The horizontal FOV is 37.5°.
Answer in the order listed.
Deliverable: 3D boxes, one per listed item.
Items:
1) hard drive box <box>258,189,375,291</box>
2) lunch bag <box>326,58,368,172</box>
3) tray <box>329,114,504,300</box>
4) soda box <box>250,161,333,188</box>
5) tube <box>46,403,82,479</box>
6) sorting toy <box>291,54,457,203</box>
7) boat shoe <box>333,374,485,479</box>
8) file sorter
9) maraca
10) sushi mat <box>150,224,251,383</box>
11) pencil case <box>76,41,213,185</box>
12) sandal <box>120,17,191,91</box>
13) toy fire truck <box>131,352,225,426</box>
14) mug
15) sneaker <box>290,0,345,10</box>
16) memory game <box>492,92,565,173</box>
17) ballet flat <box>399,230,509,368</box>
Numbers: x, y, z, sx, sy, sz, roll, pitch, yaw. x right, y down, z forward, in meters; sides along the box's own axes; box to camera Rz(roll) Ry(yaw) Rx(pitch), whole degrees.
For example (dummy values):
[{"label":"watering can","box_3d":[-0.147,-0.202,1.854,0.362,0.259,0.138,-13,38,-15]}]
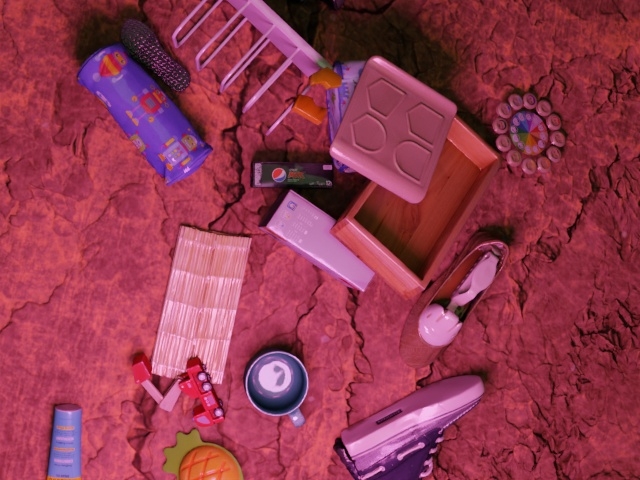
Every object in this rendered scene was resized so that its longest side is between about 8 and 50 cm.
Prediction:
[{"label":"hard drive box","box_3d":[0.000,0.000,1.899,0.232,0.181,0.089,33,86,-7]},{"label":"lunch bag","box_3d":[0.065,-0.248,1.912,0.090,0.176,0.219,-6,89,-5]},{"label":"tray","box_3d":[0.200,-0.094,1.887,0.203,0.076,0.411,42,54,-7]},{"label":"soda box","box_3d":[-0.059,-0.134,1.949,0.169,0.060,0.053,1,91,-10]},{"label":"tube","box_3d":[-0.512,0.435,1.892,0.080,0.052,0.207,4,96,1]},{"label":"sorting toy","box_3d":[0.101,-0.235,1.807,0.307,0.041,0.229,29,70,-16]},{"label":"boat shoe","box_3d":[0.208,0.417,1.974,0.340,0.127,0.158,-25,101,0]},{"label":"file sorter","box_3d":[-0.142,-0.366,1.871,0.278,0.193,0.173,43,87,-7]},{"label":"maraca","box_3d":[-0.238,0.466,1.910,0.186,0.099,0.127,38,82,19]},{"label":"sushi mat","box_3d":[-0.247,0.134,1.942,0.151,0.019,0.316,12,89,-10]},{"label":"pencil case","box_3d":[-0.353,-0.251,1.873,0.306,0.133,0.119,49,58,-7]},{"label":"sandal","box_3d":[-0.339,-0.374,1.920,0.067,0.040,0.179,-44,111,-1]},{"label":"toy fire truck","box_3d":[-0.286,0.304,1.908,0.135,0.047,0.192,-22,108,0]},{"label":"mug","box_3d":[-0.094,0.299,1.927,0.129,0.097,0.157,3,91,-9]},{"label":"sneaker","box_3d":[-0.062,-0.548,1.925,0.267,0.101,0.106,12,93,-11]},{"label":"memory game","box_3d":[0.451,-0.231,2.026,0.186,0.012,0.186,5,77,-22]},{"label":"ballet flat","box_3d":[0.287,0.124,1.973,0.116,0.124,0.342,40,85,-7]}]
